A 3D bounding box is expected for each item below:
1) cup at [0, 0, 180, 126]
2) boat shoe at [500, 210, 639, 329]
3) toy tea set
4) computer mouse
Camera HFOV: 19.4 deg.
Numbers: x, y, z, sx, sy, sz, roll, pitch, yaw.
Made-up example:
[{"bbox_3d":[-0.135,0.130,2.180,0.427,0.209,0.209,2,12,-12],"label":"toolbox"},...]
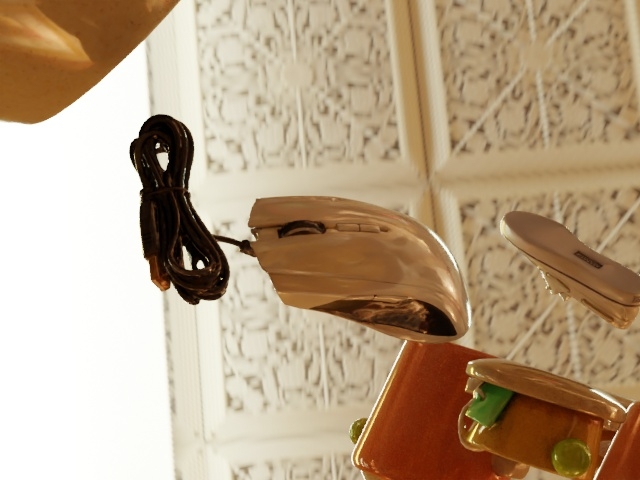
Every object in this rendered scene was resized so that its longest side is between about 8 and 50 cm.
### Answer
[{"bbox_3d":[-0.180,-0.198,0.963,0.237,0.331,0.331,43,-102,-18],"label":"cup"},{"bbox_3d":[0.142,0.019,1.083,0.100,0.035,0.035,32,-144,27],"label":"boat shoe"},{"bbox_3d":[0.135,0.140,1.022,0.200,0.336,0.124,18,-92,-10],"label":"toy tea set"},{"bbox_3d":[0.000,0.000,0.929,0.193,0.042,0.106,14,-139,-26],"label":"computer mouse"}]
